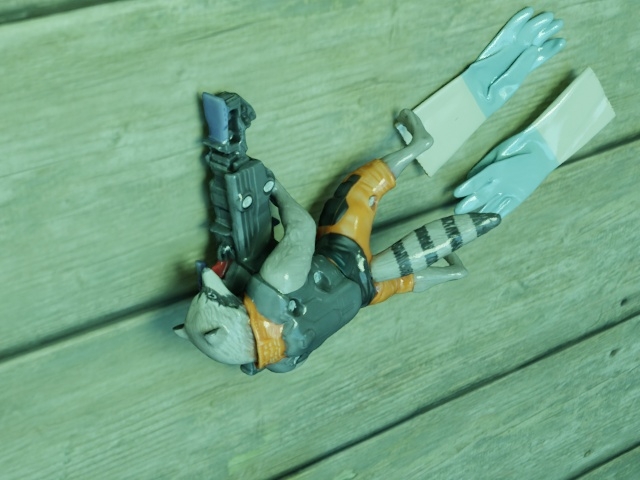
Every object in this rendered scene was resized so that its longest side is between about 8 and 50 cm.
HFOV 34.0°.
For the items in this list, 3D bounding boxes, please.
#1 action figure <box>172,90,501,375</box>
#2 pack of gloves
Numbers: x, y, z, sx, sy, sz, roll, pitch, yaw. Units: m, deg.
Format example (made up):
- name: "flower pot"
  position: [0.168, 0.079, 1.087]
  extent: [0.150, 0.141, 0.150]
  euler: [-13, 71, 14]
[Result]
- name: "action figure"
  position: [0.000, 0.000, 1.033]
  extent: [0.330, 0.178, 0.341]
  euler: [-34, 135, -23]
- name: "pack of gloves"
  position: [0.207, -0.141, 1.198]
  extent: [0.232, 0.046, 0.195]
  euler: [-42, 122, -5]
